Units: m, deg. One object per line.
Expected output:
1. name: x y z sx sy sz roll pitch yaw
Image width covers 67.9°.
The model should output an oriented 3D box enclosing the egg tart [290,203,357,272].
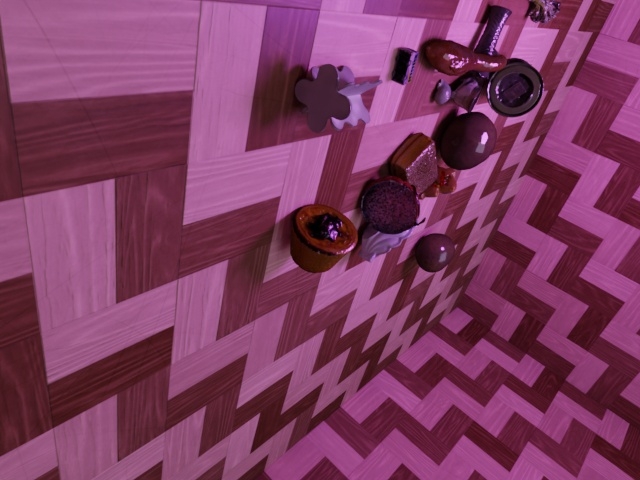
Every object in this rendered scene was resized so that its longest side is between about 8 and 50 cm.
1. egg tart: 0.000 0.000 1.487 0.215 0.215 0.171 -29 154 -40

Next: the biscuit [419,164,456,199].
1. biscuit: 0.442 -0.234 1.951 0.238 0.212 0.041 -26 129 0

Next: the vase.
1. vase: 0.612 -0.726 1.741 0.115 0.115 0.237 -12 128 -52

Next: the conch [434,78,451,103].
1. conch: 0.451 -0.542 1.740 0.076 0.056 0.085 -49 155 -38

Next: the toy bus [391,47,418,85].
1. toy bus: 0.261 -0.535 1.453 0.058 0.052 0.102 -33 147 -39

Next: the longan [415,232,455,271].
1. longan: 0.597 0.058 2.483 0.220 0.196 0.196 -42 151 -6

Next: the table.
1. table: 0.056 -0.369 1.221 0.198 0.166 0.167 -29 144 -52

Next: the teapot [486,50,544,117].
1. teapot: 0.759 -0.649 1.911 0.200 0.270 0.337 -34 -171 30

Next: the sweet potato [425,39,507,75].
1. sweet potato: 0.487 -0.615 1.623 0.385 0.109 0.109 -6 127 -36

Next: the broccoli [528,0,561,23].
1. broccoli: 0.874 -0.956 1.907 0.204 0.118 0.122 8 126 -42

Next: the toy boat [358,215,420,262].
1. toy boat: 0.260 -0.043 1.894 0.290 0.199 0.100 -47 115 -6

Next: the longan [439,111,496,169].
1. longan: 0.601 -0.407 1.955 0.248 0.248 0.248 -38 148 -29

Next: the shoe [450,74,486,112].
1. shoe: 0.577 -0.587 1.848 0.275 0.098 0.103 -50 164 -50

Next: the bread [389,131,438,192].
1. bread: 0.359 -0.281 1.831 0.184 0.110 0.234 -44 149 -12

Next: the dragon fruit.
1. dragon fruit: 0.269 -0.144 1.777 0.148 0.223 0.218 -59 133 -63
